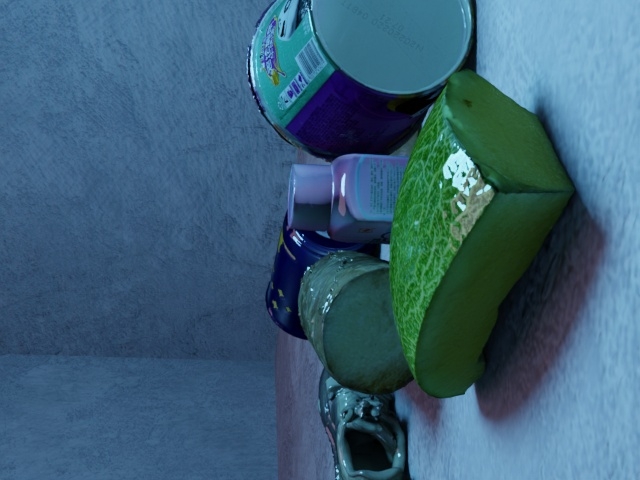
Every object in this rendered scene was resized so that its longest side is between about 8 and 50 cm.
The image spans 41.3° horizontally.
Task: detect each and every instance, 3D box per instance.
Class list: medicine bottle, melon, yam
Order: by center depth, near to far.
[{"bbox_3d":[0.119,0.028,0.766,0.196,0.124,0.323,-84,3,-51],"label":"melon"},{"bbox_3d":[0.057,-0.049,1.031,0.119,0.188,0.094,121,151,-76],"label":"medicine bottle"},{"bbox_3d":[0.054,0.099,1.105,0.304,0.168,0.168,-156,69,-82],"label":"yam"}]

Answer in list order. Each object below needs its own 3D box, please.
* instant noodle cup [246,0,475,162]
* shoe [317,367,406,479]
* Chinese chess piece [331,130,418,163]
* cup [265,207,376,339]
[{"bbox_3d":[0.053,-0.231,0.997,0.190,0.251,0.251,151,122,-72],"label":"instant noodle cup"},{"bbox_3d":[0.067,0.252,1.215,0.149,0.109,0.293,105,163,-46],"label":"shoe"},{"bbox_3d":[0.078,-0.186,1.279,0.250,0.103,0.250,-177,90,-83],"label":"Chinese chess piece"},{"bbox_3d":[-0.016,0.010,1.546,0.255,0.178,0.256,56,151,30],"label":"cup"}]
